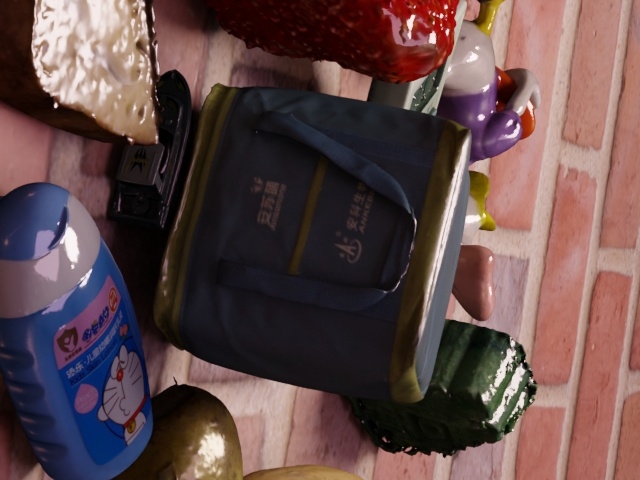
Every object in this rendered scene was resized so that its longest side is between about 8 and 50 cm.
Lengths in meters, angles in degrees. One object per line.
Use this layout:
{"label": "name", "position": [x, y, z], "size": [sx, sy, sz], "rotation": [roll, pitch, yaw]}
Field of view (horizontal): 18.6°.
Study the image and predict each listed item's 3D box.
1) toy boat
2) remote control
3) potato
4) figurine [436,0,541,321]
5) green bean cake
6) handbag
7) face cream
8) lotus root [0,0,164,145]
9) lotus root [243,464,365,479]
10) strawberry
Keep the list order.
{"label": "toy boat", "position": [-0.141, -0.080, 1.692], "size": [0.060, 0.055, 0.141], "rotation": [36, 65, -67]}
{"label": "remote control", "position": [0.069, -0.083, 1.978], "size": [0.145, 0.050, 0.344], "rotation": [-54, 163, -46]}
{"label": "potato", "position": [-0.136, 0.246, 1.740], "size": [0.149, 0.113, 0.251], "rotation": [17, 73, -55]}
{"label": "figurine", "position": [0.154, -0.133, 2.139], "size": [0.193, 0.154, 0.420], "rotation": [-26, 121, -59]}
{"label": "green bean cake", "position": [0.135, 0.172, 2.139], "size": [0.107, 0.208, 0.193], "rotation": [-60, 144, -31]}
{"label": "handbag", "position": [0.000, 0.000, 1.736], "size": [0.222, 0.241, 0.263], "rotation": [64, 36, -77]}
{"label": "face cream", "position": [-0.206, 0.069, 1.577], "size": [0.149, 0.083, 0.264], "rotation": [-58, 144, -44]}
{"label": "lotus root", "position": [-0.197, -0.178, 1.539], "size": [0.170, 0.074, 0.260], "rotation": [-35, 129, -54]}
{"label": "lotus root", "position": [-0.008, 0.309, 1.953], "size": [0.343, 0.152, 0.169], "rotation": [8, 90, -60]}
{"label": "strawberry", "position": [0.020, -0.267, 1.756], "size": [0.261, 0.258, 0.261], "rotation": [-16, 111, -51]}
